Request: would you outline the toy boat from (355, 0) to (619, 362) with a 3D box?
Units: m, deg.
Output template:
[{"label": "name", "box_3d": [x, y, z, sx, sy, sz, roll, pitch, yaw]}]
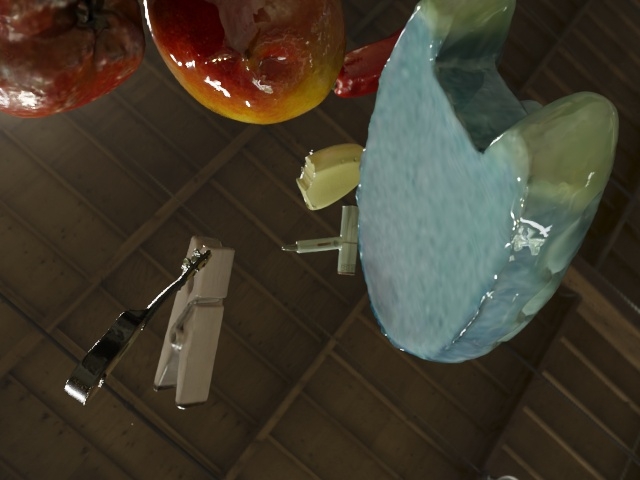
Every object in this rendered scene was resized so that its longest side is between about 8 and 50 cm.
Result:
[{"label": "toy boat", "box_3d": [0.121, -0.029, 0.450, 0.123, 0.330, 0.215, -11, -125, -14]}]

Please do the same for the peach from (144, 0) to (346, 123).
[{"label": "peach", "box_3d": [-0.106, -0.320, 0.860, 0.307, 0.308, 0.332, 6, -149, -16]}]

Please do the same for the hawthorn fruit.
[{"label": "hawthorn fruit", "box_3d": [-0.359, -0.283, 0.691, 0.284, 0.284, 0.284, 5, -108, -16]}]

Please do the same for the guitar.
[{"label": "guitar", "box_3d": [-0.232, 0.096, 0.769, 0.038, 0.084, 0.271, 38, -130, -4]}]

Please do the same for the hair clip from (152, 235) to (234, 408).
[{"label": "hair clip", "box_3d": [-0.245, 0.159, 1.128, 0.085, 0.101, 0.331, 4, -75, -37]}]

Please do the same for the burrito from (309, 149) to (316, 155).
[{"label": "burrito", "box_3d": [0.003, -0.172, 1.290, 0.042, 0.171, 0.051, 36, -75, 5]}]

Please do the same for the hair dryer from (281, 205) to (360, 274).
[{"label": "hair dryer", "box_3d": [-0.001, -0.008, 1.278, 0.183, 0.044, 0.155, 8, -97, -21]}]

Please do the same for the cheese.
[{"label": "cheese", "box_3d": [0.071, -0.156, 1.125, 0.255, 0.127, 0.050, -29, -129, -2]}]

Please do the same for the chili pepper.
[{"label": "chili pepper", "box_3d": [0.113, -0.343, 1.097, 0.368, 0.137, 0.092, -33, -51, -35]}]
